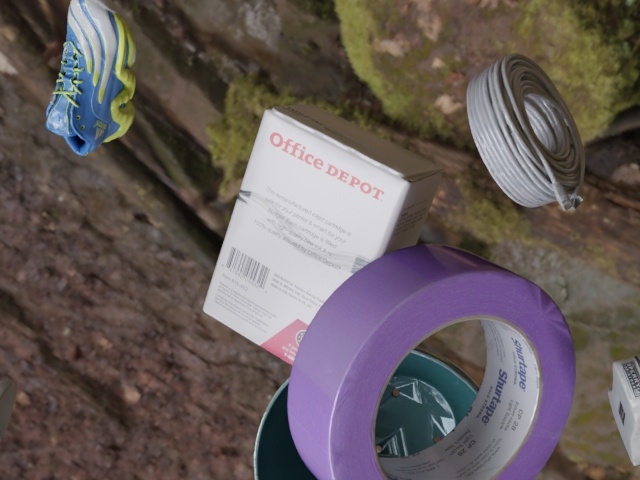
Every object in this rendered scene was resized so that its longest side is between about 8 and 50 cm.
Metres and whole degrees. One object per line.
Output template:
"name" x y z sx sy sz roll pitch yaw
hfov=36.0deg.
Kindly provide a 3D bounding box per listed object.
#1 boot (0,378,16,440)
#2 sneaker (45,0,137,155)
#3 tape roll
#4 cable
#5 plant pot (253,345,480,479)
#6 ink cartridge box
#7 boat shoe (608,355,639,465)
"boot" -0.635 0.348 1.713 0.123 0.258 0.095 16 152 6
"sneaker" -0.301 -0.203 1.279 0.091 0.126 0.240 20 143 17
"tape roll" 0.110 0.146 0.944 0.275 0.275 0.090 48 172 -31
"cable" 0.344 -0.181 1.632 0.089 0.257 0.257 -28 108 37
"plant pot" 0.087 0.248 1.183 0.290 0.290 0.195 30 -169 9
"ink cartridge box" 0.000 0.000 1.010 0.172 0.100 0.237 29 114 21
"boat shoe" 0.313 0.157 0.916 0.070 0.078 0.219 -17 156 7
